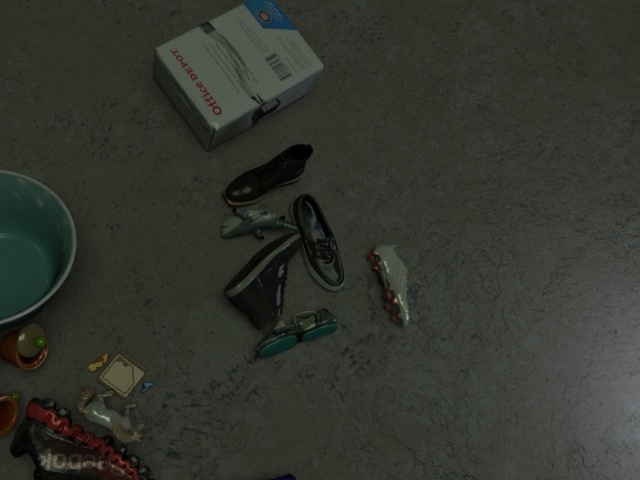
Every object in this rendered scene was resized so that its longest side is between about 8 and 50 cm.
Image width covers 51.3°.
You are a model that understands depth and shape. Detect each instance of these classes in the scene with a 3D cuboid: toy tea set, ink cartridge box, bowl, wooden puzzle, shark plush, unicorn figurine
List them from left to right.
[{"bbox_3d":[-0.574,0.290,1.148,0.125,0.200,0.335,5,65,25],"label":"toy tea set"},{"bbox_3d":[-0.604,0.040,1.219,0.312,0.163,0.311,6,62,-12],"label":"bowl"},{"bbox_3d":[-0.381,0.330,1.242,0.162,0.111,0.060,15,103,-2],"label":"unicorn figurine"},{"bbox_3d":[-0.392,0.265,1.314,0.116,0.014,0.078,44,72,0],"label":"wooden puzzle"},{"bbox_3d":[-0.187,-0.380,1.501,0.308,0.129,0.223,-35,87,-23],"label":"ink cartridge box"},{"bbox_3d":[-0.134,-0.034,1.462,0.161,0.073,0.067,3,94,-20],"label":"shark plush"}]

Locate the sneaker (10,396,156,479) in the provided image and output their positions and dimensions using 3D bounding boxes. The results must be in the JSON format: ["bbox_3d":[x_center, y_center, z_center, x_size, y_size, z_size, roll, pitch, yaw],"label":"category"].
[{"bbox_3d":[-0.438,0.405,1.213,0.276,0.097,0.135,33,68,-3],"label":"sneaker"}]

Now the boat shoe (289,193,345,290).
[{"bbox_3d":[0.000,0.000,1.474,0.080,0.076,0.228,-16,79,-20],"label":"boat shoe"}]

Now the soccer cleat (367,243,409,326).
[{"bbox_3d":[0.172,0.096,1.505,0.076,0.068,0.196,-13,75,-23],"label":"soccer cleat"}]

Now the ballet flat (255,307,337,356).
[{"bbox_3d":[-0.057,0.191,1.417,0.189,0.070,0.070,-15,79,-22],"label":"ballet flat"}]

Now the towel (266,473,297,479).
[{"bbox_3d":[-0.127,0.620,1.262,0.228,0.076,0.307,-4,75,-25],"label":"towel"}]

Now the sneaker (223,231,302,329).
[{"bbox_3d":[-0.099,0.083,1.431,0.222,0.083,0.118,-45,109,-30],"label":"sneaker"}]

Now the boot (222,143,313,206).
[{"bbox_3d":[-0.116,-0.151,1.451,0.198,0.137,0.076,-30,84,-21],"label":"boot"}]
